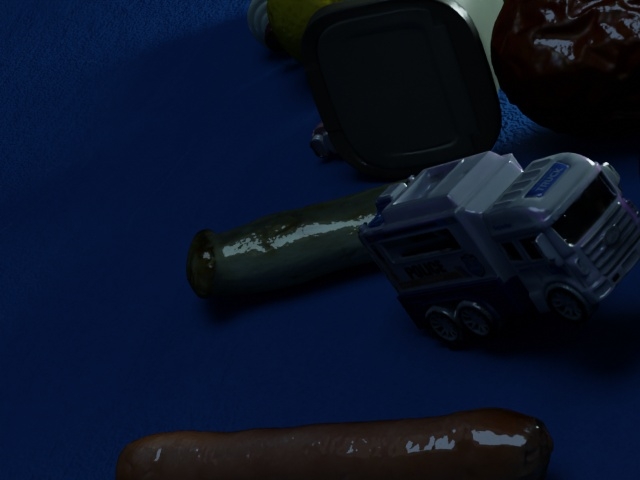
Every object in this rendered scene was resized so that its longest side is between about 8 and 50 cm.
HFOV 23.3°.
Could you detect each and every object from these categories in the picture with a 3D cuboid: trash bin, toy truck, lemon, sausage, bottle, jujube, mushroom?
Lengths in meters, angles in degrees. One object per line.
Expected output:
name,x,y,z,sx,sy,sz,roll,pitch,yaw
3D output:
trash bin,0.116,-0.227,1.841,0.219,0.220,0.250,-8,28,22
toy truck,0.169,-0.004,1.446,0.124,0.155,0.268,-45,16,-30
lemon,0.018,-0.310,2.048,0.178,0.203,0.178,-1,75,2
sausage,0.003,0.203,1.369,0.418,0.094,0.094,-7,50,25
bottle,-0.046,-0.342,2.214,0.104,0.104,0.245,-14,32,17
jujube,0.350,-0.213,1.653,0.342,0.216,0.216,7,43,38
mushroom,0.000,0.000,1.694,0.312,0.081,0.100,-14,35,8

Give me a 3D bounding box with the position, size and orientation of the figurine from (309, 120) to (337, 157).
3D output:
figurine,0.022,-0.151,1.935,0.072,0.054,0.129,-20,35,36
